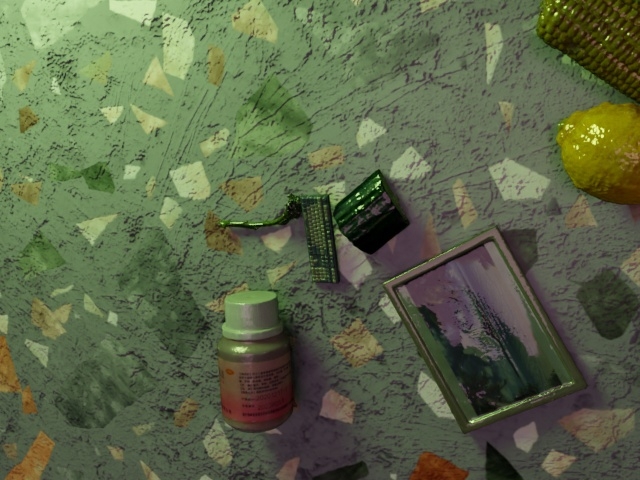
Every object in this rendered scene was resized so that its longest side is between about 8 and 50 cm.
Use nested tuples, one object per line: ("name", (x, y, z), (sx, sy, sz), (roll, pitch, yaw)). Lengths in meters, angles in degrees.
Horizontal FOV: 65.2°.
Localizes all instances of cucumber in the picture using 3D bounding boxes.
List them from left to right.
("cucumber", (0.091, -0.047, 0.895), (0.115, 0.062, 0.116), (-39, 84, 22))

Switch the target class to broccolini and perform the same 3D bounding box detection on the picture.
("broccolini", (-0.113, -0.040, 0.970), (0.194, 0.054, 0.052), (-17, 112, 21))

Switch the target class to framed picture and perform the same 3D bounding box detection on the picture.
("framed picture", (0.282, 0.163, 0.886), (0.232, 0.024, 0.315), (-30, 90, 18))

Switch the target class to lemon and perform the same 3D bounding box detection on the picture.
("lemon", (0.436, -0.128, 0.734), (0.187, 0.142, 0.142), (33, 106, 22))

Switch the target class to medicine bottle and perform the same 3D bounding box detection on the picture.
("medicine bottle", (-0.125, 0.227, 0.959), (0.147, 0.147, 0.247), (-1, 98, 17))

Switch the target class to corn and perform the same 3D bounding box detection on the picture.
("corn", (0.476, -0.258, 0.713), (0.363, 0.120, 0.120), (35, 106, 7))

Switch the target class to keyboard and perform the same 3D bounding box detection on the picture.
("keyboard", (0.000, 0.000, 0.932), (0.055, 0.014, 0.176), (1, 113, 20))

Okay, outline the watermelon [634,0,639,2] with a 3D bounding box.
("watermelon", (0.558, -0.326, 0.669), (0.128, 0.231, 0.146), (-34, 113, -2))
